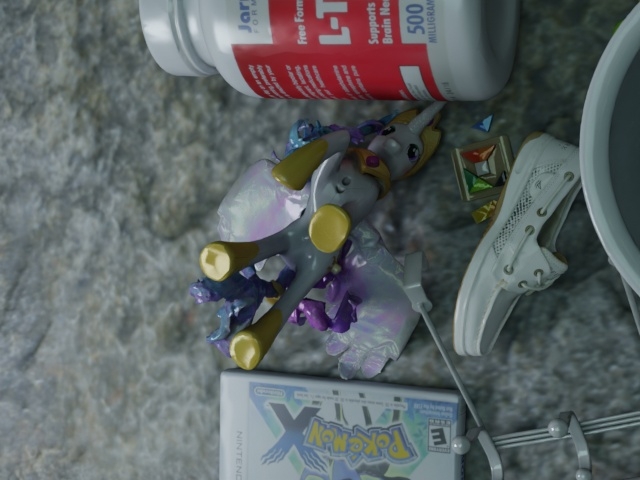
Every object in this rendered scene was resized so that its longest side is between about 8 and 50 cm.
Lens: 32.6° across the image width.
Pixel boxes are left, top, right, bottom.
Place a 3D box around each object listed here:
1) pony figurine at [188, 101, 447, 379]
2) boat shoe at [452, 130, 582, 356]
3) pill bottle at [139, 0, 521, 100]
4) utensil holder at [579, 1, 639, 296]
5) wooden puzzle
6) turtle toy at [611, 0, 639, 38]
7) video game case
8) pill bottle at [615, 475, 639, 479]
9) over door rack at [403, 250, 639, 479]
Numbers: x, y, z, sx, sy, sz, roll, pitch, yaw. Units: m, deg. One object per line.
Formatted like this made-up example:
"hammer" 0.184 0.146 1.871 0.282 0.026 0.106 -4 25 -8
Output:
"pony figurine" 0.000 0.000 1.256 0.302 0.363 0.351 39 122 8
"boat shoe" 0.235 0.017 1.254 0.096 0.098 0.277 24 101 24
"pill bottle" 0.010 -0.277 1.263 0.407 0.229 0.229 3 94 22
"utensil holder" 0.440 -0.089 0.955 0.327 0.385 0.328 5 99 29
"wooden puzzle" 0.197 -0.085 1.312 0.078 0.014 0.116 -21 85 22
"turtle toy" 0.381 -0.241 1.198 0.130 0.066 0.095 -19 86 23
"video game case" 0.020 0.326 1.396 0.328 0.036 0.300 3 94 22
"pill bottle" 0.349 0.329 1.210 0.229 0.131 0.131 -16 87 23
"over door rack" 0.245 0.142 1.189 0.239 0.108 0.324 -14 116 19
